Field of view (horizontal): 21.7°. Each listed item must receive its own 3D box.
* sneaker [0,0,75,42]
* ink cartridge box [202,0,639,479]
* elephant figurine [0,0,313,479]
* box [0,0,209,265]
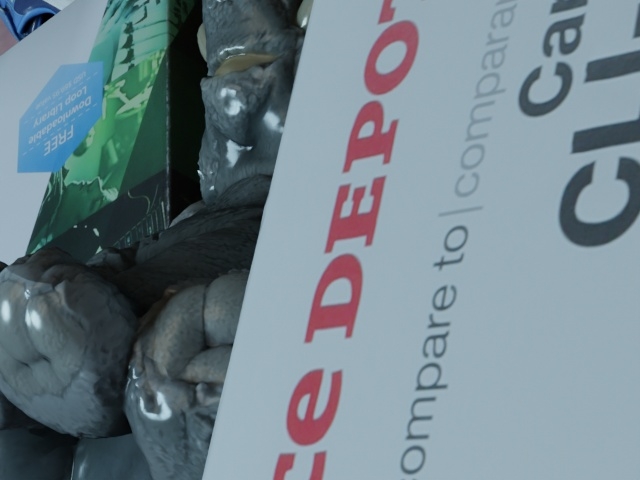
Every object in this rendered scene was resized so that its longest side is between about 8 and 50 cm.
[{"bbox_3d":[-0.139,-0.118,0.830,0.144,0.053,0.059,10,76,51],"label":"sneaker"},{"bbox_3d":[0.158,0.042,0.316,0.385,0.160,0.279,-9,60,44],"label":"ink cartridge box"},{"bbox_3d":[0.000,0.000,0.535,0.169,0.186,0.239,25,50,20],"label":"elephant figurine"},{"bbox_3d":[-0.125,0.055,0.698,0.232,0.058,0.322,-30,48,31],"label":"box"}]
